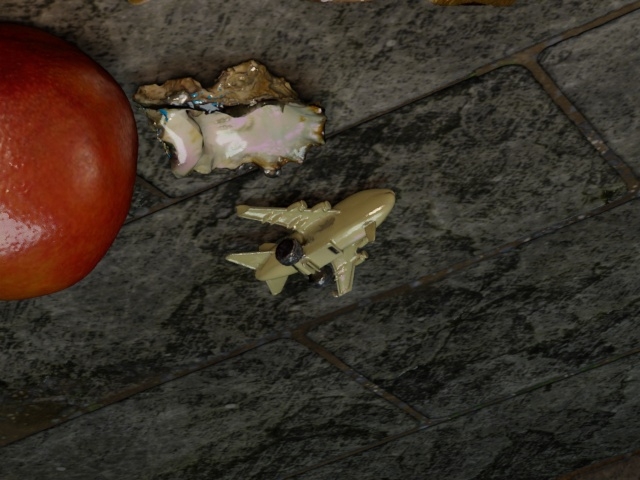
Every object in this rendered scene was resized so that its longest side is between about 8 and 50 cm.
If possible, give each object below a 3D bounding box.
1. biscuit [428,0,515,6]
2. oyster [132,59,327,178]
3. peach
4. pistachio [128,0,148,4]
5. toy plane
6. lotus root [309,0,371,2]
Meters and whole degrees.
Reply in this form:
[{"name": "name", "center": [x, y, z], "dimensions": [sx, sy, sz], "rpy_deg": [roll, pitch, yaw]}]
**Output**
[{"name": "biscuit", "center": [0.198, -0.298, 2.077], "dimensions": [0.131, 0.025, 0.231], "rpy_deg": [-43, 166, 23]}, {"name": "oyster", "center": [-0.111, -0.135, 2.316], "dimensions": [0.259, 0.092, 0.198], "rpy_deg": [0, 152, -40]}, {"name": "peach", "center": [-0.357, -0.092, 2.093], "dimensions": [0.307, 0.308, 0.332], "rpy_deg": [-24, 136, 23]}, {"name": "pistachio", "center": [-0.163, -0.304, 1.939], "dimensions": [0.113, 0.113, 0.149], "rpy_deg": [15, 113, -41]}, {"name": "toy plane", "center": [0.000, 0.000, 2.608], "dimensions": [0.244, 0.092, 0.229], "rpy_deg": [-24, 136, 29]}, {"name": "lotus root", "center": [0.036, -0.316, 2.042], "dimensions": [0.260, 0.074, 0.170], "rpy_deg": [-4, 154, -13]}]
